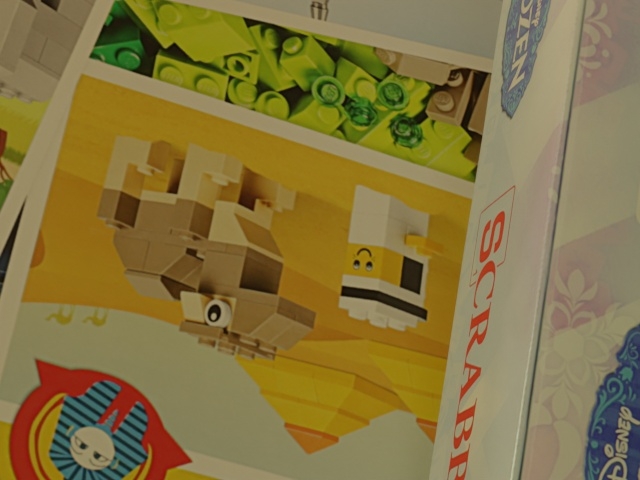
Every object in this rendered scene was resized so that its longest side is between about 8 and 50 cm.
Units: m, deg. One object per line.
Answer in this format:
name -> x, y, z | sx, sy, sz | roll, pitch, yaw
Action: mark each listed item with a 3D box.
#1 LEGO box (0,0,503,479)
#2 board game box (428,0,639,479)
LEGO box -> -0.089, -0.042, 0.634 | 0.193, 0.500, 0.372 | 131, 153, -59
board game box -> 0.202, 0.005, 0.562 | 0.066, 0.318, 0.318 | 136, 148, -64
